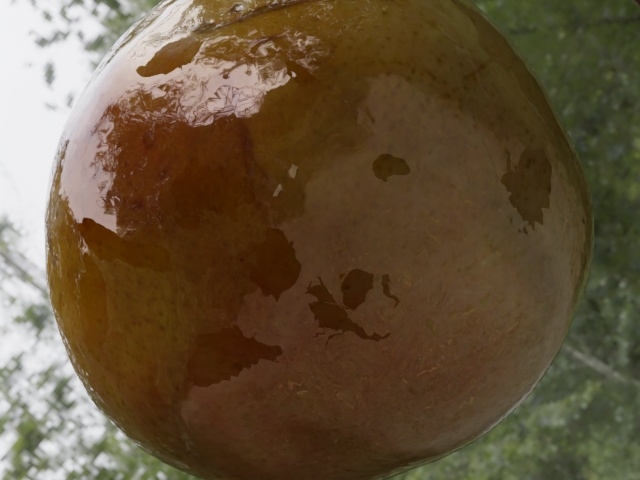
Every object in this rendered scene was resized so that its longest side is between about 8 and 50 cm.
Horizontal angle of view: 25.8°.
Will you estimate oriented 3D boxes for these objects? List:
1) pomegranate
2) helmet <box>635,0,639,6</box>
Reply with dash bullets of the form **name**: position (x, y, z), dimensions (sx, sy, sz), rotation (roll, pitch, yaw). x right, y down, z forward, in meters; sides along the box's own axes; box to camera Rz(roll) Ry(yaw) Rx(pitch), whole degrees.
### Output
- **pomegranate**: position (0.000, 0.000, 0.785), dimensions (0.319, 0.319, 0.319), rotation (-47, -21, -24)
- **helmet**: position (0.377, -0.335, 1.165), dimensions (0.338, 0.384, 0.230), rotation (-5, -24, -45)
